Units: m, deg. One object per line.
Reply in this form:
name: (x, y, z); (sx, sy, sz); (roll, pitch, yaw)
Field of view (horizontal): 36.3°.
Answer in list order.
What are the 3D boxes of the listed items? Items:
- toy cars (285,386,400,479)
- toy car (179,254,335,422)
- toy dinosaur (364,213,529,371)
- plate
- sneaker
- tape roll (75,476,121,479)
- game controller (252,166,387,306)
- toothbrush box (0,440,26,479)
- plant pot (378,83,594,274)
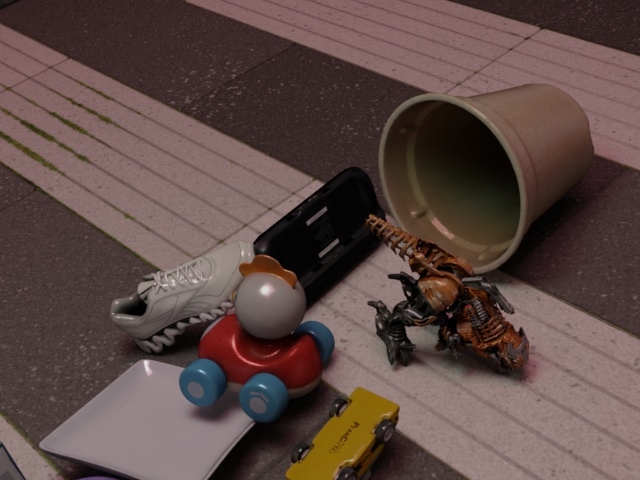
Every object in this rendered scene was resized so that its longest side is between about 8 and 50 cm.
toy cars: (0.046, 0.383, 1.360); (0.176, 0.087, 0.394); (-11, 41, 6)
toy car: (-0.099, 0.122, 1.551); (0.210, 0.238, 0.219); (10, 26, 23)
toy dinosaur: (0.198, 0.085, 1.577); (0.164, 0.218, 0.322); (-20, 79, -36)
plate: (-0.242, 0.293, 1.523); (0.277, 0.045, 0.278); (10, 27, 24)
sneaker: (-0.234, 0.087, 1.666); (0.292, 0.118, 0.110); (-35, 41, 19)
tape roll: (-0.327, 0.433, 1.377); (0.189, 0.080, 0.189); (-6, 37, 5)
game controller: (0.000, 0.000, 1.779); (0.319, 0.166, 0.067); (-40, 24, -33)
toothbrush box: (-0.586, 0.368, 1.422); (0.295, 0.126, 0.216); (8, 39, 46)
plant pot: (0.330, -0.148, 1.808); (0.305, 0.334, 0.333); (-26, 40, -37)
